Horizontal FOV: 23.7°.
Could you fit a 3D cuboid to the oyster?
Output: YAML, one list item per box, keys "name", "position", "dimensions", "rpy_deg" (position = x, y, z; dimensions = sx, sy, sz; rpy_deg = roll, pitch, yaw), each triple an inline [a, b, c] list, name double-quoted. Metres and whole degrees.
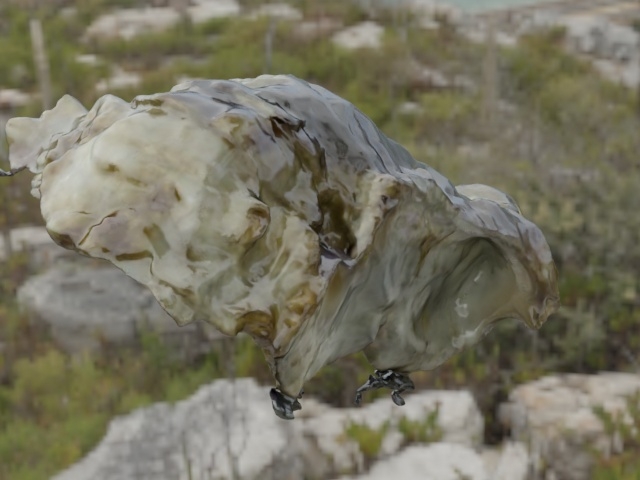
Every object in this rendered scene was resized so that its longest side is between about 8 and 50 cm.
- name: "oyster"
  position: [0.004, 0.004, 0.791]
  dimensions: [0.337, 0.133, 0.198]
  rpy_deg: [19, 35, -41]
